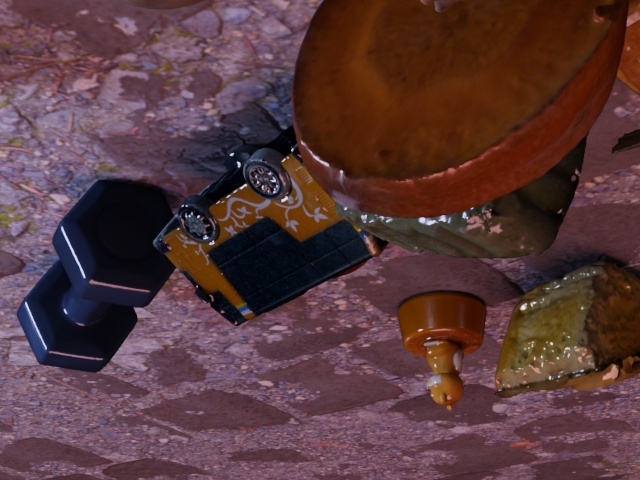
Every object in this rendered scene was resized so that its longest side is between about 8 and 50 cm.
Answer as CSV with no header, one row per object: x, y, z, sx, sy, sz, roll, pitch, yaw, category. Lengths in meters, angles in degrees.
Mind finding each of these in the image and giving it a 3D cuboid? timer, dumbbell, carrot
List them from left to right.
-0.283,0.054,1.458,0.160,0.144,0.325,10,150,-21,dumbbell
0.179,0.169,1.658,0.132,0.152,0.132,1,153,0,timer
0.104,-0.150,0.891,0.258,0.307,0.100,25,157,35,carrot

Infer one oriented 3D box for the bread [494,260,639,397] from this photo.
0.352,0.128,1.579,0.262,0.163,0.204,-5,162,-45,bread

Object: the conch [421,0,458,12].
0.116,-0.267,0.796,0.245,0.163,0.178,-17,107,21,conch

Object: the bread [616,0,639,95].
0.347,-0.214,0.976,0.235,0.099,0.210,-25,147,32,bread

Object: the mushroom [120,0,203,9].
-0.105,-0.272,0.807,0.204,0.204,0.204,0,153,0,mushroom

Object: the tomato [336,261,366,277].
0.000,0.000,1.402,0.159,0.091,0.139,-4,150,15,tomato

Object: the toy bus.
-0.039,-0.028,1.236,0.275,0.138,0.167,-28,108,44,toy bus

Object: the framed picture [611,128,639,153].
0.414,-0.131,1.085,0.216,0.016,0.273,-19,177,32,framed picture

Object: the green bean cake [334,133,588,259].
0.132,-0.097,1.037,0.125,0.222,0.227,27,164,-38,green bean cake
